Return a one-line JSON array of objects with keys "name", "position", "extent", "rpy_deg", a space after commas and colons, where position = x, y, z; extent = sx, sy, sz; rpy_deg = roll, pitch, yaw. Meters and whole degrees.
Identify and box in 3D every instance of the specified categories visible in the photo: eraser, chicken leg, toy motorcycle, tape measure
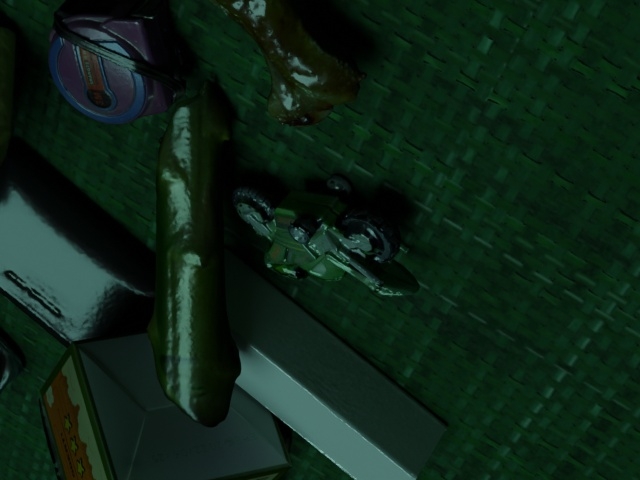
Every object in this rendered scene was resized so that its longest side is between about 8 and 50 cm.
[{"name": "eraser", "position": [-0.017, 0.136, 1.775], "extent": [0.298, 0.078, 0.076], "rpy_deg": [39, 143, -5]}, {"name": "chicken leg", "position": [-0.076, -0.241, 1.367], "extent": [0.361, 0.140, 0.211], "rpy_deg": [39, 166, -22]}, {"name": "toy motorcycle", "position": [0.000, 0.000, 1.617], "extent": [0.190, 0.074, 0.106], "rpy_deg": [13, 140, 37]}, {"name": "tape measure", "position": [-0.180, -0.165, 1.574], "extent": [0.125, 0.074, 0.118], "rpy_deg": [9, 131, 24]}]

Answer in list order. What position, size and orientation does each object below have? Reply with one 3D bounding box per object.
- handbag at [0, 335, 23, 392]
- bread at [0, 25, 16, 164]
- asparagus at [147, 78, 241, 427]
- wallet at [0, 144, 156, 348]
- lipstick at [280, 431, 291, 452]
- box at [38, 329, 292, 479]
[{"name": "handbag", "position": [-0.529, 0.090, 2.119], "extent": [0.326, 0.089, 0.238], "rpy_deg": [48, 142, -18]}, {"name": "bread", "position": [-0.448, -0.091, 1.681], "extent": [0.236, 0.198, 0.263], "rpy_deg": [12, 153, -28]}, {"name": "asparagus", "position": [-0.121, 0.010, 1.651], "extent": [0.085, 0.082, 0.343], "rpy_deg": [31, 128, 57]}, {"name": "wallet", "position": [-0.272, 0.026, 1.836], "extent": [0.250, 0.044, 0.149], "rpy_deg": [42, 111, -8]}, {"name": "lipstick", "position": [-0.161, 0.198, 1.964], "extent": [0.254, 0.070, 0.070], "rpy_deg": [24, 142, 15]}, {"name": "box", "position": [-0.164, 0.196, 1.808], "extent": [0.148, 0.195, 0.177], "rpy_deg": [-48, 56, 54]}]
